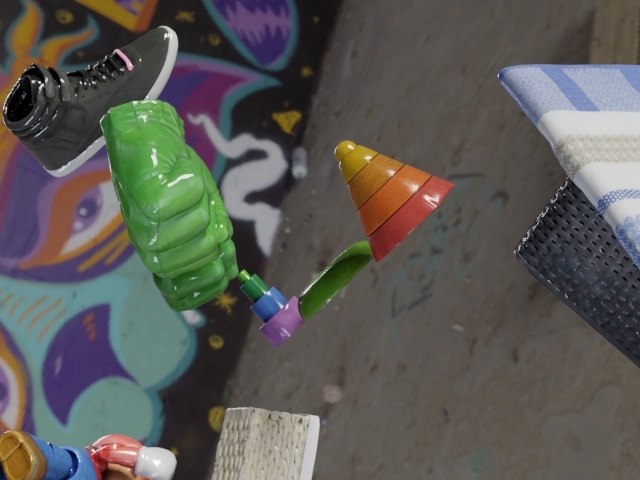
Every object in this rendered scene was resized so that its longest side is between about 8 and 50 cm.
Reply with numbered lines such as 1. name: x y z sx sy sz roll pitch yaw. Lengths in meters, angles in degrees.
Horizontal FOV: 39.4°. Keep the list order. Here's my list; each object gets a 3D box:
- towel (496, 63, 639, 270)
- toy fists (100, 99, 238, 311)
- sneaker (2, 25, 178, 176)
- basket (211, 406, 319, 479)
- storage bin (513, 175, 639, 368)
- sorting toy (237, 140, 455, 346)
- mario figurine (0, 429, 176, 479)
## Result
1. towel: 0.237 -0.010 0.473 0.285 0.209 0.034 -112 27 -45
2. toy fists: -0.140 -0.019 0.885 0.279 0.096 0.142 95 159 -70
3. sneaker: -0.349 -0.235 1.343 0.296 0.147 0.104 -44 54 3
4. basket: -0.081 0.311 1.214 0.113 0.103 0.167 -20 55 58
5. storage bin: 0.257 0.028 0.692 0.180 0.122 0.084 44 120 26
6. sorting toy: 0.000 0.000 1.062 0.365 0.126 0.127 -43 1 45
7. mario figurine: -0.327 0.352 1.235 0.198 0.320 0.170 4 77 29
